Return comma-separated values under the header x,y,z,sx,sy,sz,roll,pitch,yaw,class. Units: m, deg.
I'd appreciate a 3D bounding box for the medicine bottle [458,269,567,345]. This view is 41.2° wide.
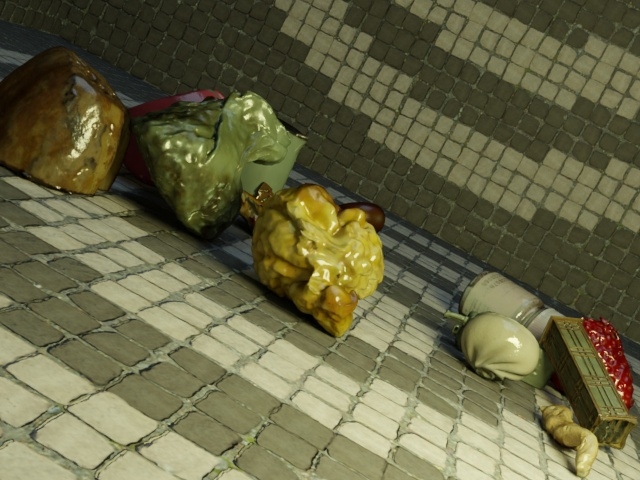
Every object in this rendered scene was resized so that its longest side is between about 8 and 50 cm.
x,y,z,sx,sy,sz,roll,pitch,yaw,class
0.512,0.207,2.234,0.273,0.165,0.165,35,13,36,medicine bottle

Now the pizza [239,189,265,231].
x,y,z,sx,sy,sz,roll,pitch,yaw,class
-0.106,-0.021,2.069,0.297,0.071,0.189,38,2,32,pizza

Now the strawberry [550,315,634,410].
x,y,z,sx,sy,sz,roll,pitch,yaw,class
0.659,0.314,2.034,0.205,0.205,0.244,19,25,-39,strawberry

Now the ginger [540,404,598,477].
x,y,z,sx,sy,sz,roll,pitch,yaw,class
0.477,0.371,1.618,0.089,0.075,0.288,32,6,-2,ginger

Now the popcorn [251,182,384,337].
x,y,z,sx,sy,sz,roll,pitch,yaw,class
0.003,0.043,1.665,0.265,0.225,0.332,7,42,-32,popcorn

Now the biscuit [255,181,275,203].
x,y,z,sx,sy,sz,roll,pitch,yaw,class
-0.153,-0.118,2.378,0.082,0.092,0.016,-9,18,-35,biscuit

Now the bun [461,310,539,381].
x,y,z,sx,sy,sz,roll,pitch,yaw,class
0.380,0.242,1.839,0.173,0.120,0.173,30,-24,15,bun

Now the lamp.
x,y,z,sx,sy,sz,roll,pitch,yaw,class
0.569,0.298,1.832,0.090,0.089,0.325,7,33,-12,lamp

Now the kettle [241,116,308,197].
x,y,z,sx,sy,sz,roll,pitch,yaw,class
-0.184,-0.240,2.447,0.240,0.255,0.165,30,13,19,kettle

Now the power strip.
x,y,z,sx,sy,sz,roll,pitch,yaw,class
0.414,0.244,1.994,0.288,0.093,0.053,26,14,-2,power strip

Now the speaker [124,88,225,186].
x,y,z,sx,sy,sz,roll,pitch,yaw,class
-0.348,-0.252,2.039,0.294,0.294,0.294,26,10,-5,speaker

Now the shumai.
x,y,z,sx,sy,sz,roll,pitch,yaw,class
-0.216,-0.199,1.779,0.292,0.289,0.330,62,0,27,shumai

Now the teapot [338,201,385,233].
x,y,z,sx,sy,sz,roll,pitch,yaw,class
0.111,-0.037,2.600,0.178,0.135,0.252,0,-14,10,teapot

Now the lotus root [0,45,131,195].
x,y,z,sx,sy,sz,roll,pitch,yaw,class
-0.499,-0.226,1.717,0.316,0.250,0.316,36,6,-4,lotus root
